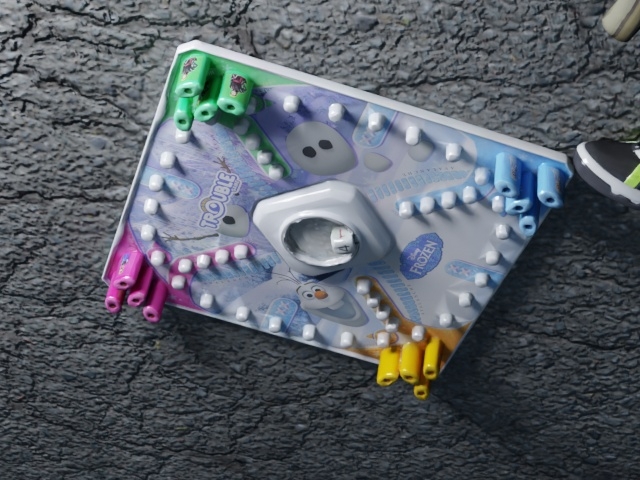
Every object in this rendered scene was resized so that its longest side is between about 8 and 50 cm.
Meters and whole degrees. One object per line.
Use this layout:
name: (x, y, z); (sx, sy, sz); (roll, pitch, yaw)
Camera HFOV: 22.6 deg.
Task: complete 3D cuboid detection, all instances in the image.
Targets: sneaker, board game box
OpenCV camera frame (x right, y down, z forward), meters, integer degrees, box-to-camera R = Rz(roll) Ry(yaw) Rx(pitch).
sneaker: (0.347, -0.074, 1.450); (0.235, 0.084, 0.097); (12, 117, -5)
board game box: (0.000, 0.000, 1.608); (0.390, 0.050, 0.390); (16, 140, -9)

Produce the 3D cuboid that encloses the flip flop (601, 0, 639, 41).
flip flop: (0.273, -0.258, 1.218); (0.080, 0.112, 0.277); (45, 151, 10)
